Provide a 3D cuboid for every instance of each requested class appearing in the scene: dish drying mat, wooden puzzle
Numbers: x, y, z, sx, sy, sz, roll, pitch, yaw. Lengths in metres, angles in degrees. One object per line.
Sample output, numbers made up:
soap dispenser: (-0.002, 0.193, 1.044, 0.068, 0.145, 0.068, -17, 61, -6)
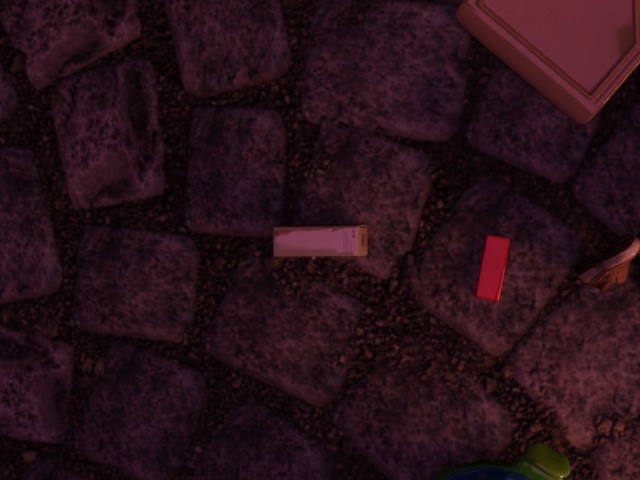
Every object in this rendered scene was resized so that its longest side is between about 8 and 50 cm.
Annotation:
dish drying mat: (0.221, 0.035, 1.931, 0.032, 0.008, 0.083, 11, 95, 13)
wooden puzzle: (0.322, -0.300, 1.874, 0.221, 0.044, 0.238, 42, 106, 9)

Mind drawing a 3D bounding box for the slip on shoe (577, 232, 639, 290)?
slip on shoe: (0.361, 0.031, 1.838, 0.041, 0.135, 0.051, 42, 64, -1)

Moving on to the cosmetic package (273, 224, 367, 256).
cosmetic package: (0.000, 0.000, 1.960, 0.115, 0.060, 0.041, 0, 92, 13)

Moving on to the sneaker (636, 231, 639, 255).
sneaker: (0.489, 0.062, 1.826, 0.258, 0.091, 0.094, 47, 73, -10)

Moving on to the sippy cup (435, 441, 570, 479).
sippy cup: (0.198, 0.405, 1.844, 0.240, 0.224, 0.305, -6, 92, 15)
